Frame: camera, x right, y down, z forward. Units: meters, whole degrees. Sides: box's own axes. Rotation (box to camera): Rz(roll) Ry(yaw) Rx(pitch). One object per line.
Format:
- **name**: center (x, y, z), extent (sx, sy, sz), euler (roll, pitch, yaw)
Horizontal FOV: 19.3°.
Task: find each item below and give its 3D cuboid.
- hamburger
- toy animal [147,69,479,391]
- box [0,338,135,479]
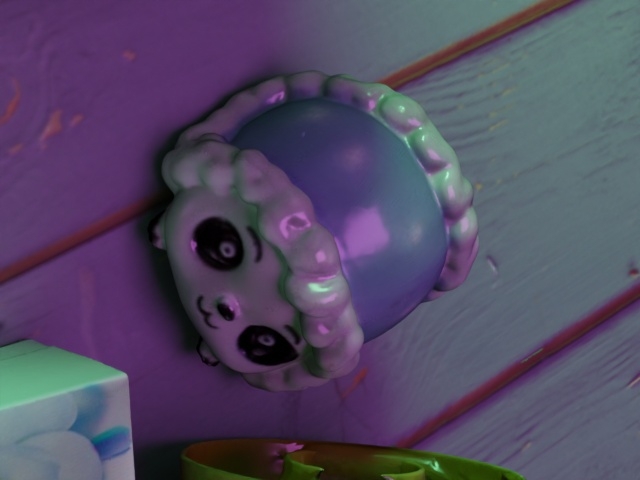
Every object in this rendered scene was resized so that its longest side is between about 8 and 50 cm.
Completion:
- **hamburger**: center (0.012, 0.255, 1.284), extent (0.274, 0.274, 0.212), euler (4, 92, -42)
- **toy animal**: center (0.000, 0.000, 1.303), extent (0.204, 0.156, 0.208), euler (-36, 117, -35)
- **box**: center (-0.223, 0.222, 1.176), extent (0.203, 0.116, 0.274), euler (-13, 107, -40)
